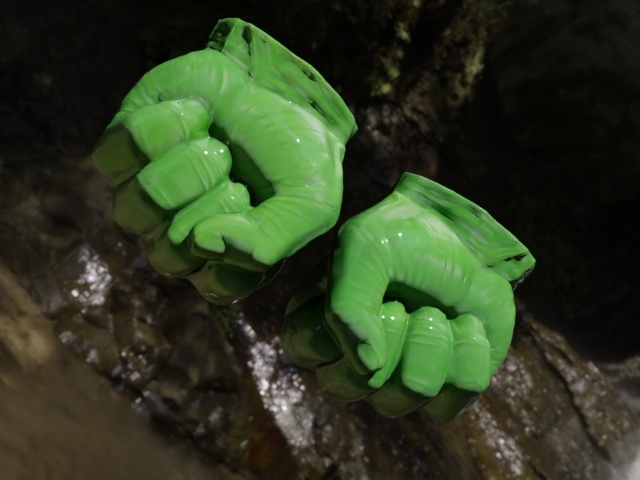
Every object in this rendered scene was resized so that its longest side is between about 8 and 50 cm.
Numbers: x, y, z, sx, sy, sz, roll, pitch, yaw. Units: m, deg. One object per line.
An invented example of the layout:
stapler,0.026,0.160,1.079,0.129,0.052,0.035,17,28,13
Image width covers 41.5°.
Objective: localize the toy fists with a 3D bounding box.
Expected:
toy fists,0.000,0.000,0.503,0.279,0.142,0.096,38,-12,-12
